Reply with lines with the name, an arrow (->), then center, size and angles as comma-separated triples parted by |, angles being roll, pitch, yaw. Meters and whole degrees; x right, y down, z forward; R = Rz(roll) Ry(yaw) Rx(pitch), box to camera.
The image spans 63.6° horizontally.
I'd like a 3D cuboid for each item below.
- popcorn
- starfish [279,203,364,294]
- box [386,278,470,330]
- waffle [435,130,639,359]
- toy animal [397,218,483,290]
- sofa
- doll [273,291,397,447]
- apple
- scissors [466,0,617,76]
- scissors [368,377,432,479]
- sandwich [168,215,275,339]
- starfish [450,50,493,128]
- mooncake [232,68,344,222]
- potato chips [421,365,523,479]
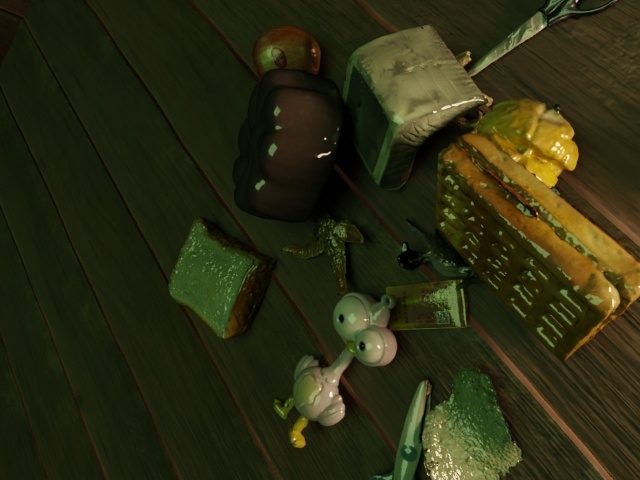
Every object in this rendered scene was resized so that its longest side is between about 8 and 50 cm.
popcorn -> 0.326, -0.150, 0.825 | 0.152, 0.148, 0.167 | 109, 150, -45
starfish -> 0.001, 0.002, 1.101 | 0.247, 0.050, 0.138 | 34, 103, 44
box -> 0.198, 0.122, 0.962 | 0.156, 0.022, 0.089 | -12, 80, 34
waffle -> 0.302, 0.006, 0.782 | 0.098, 0.224, 0.328 | -34, 62, -12
toy animal -> 0.220, 0.033, 0.929 | 0.202, 0.070, 0.105 | 25, 70, 34
sofa -> 0.155, -0.242, 0.963 | 0.175, 0.225, 0.210 | -21, 66, -14
doll -> 0.037, 0.242, 1.016 | 0.365, 0.094, 0.160 | -57, 44, 21
apple -> -0.069, -0.396, 1.129 | 0.130, 0.146, 0.147 | -12, 78, 22
scissors -> 0.372, -0.372, 0.887 | 0.300, 0.022, 0.109 | -35, 70, 30
scissors -> 0.163, 0.394, 0.947 | 0.138, 0.041, 0.289 | 12, 92, 24
sandwich -> -0.250, 0.091, 1.244 | 0.251, 0.087, 0.226 | 30, 104, 34
starfish -> 0.221, -0.290, 0.960 | 0.150, 0.053, 0.210 | -46, 65, 32
mooncake -> -0.073, -0.189, 1.041 | 0.306, 0.154, 0.306 | -172, 90, -67
potato chips -> 0.258, 0.335, 0.878 | 0.167, 0.059, 0.228 | 28, 97, 27
